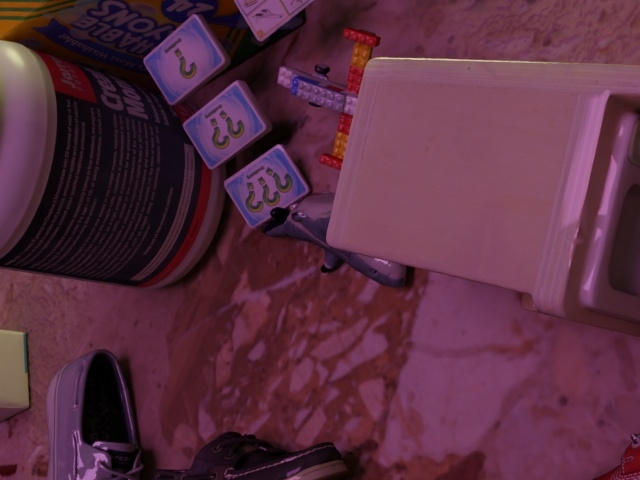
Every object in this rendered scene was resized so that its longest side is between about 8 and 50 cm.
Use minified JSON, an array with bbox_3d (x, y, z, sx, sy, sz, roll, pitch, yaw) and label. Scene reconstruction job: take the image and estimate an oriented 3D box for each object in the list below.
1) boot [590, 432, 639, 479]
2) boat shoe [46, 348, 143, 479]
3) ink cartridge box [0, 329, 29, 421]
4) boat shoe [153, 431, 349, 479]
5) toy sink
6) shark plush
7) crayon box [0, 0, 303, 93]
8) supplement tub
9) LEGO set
[{"bbox_3d":[0.203,0.096,0.523,0.244,0.088,0.176,-16,69,32],"label":"boot"},{"bbox_3d":[-0.208,0.207,0.886,0.081,0.079,0.227,-40,53,35],"label":"boat shoe"},{"bbox_3d":[-0.411,0.164,1.079,0.143,0.090,0.092,-27,63,38],"label":"ink cartridge box"},{"bbox_3d":[-0.072,0.191,0.761,0.223,0.080,0.073,-31,66,40],"label":"boat shoe"},{"bbox_3d":[0.145,-0.020,0.555,0.234,0.153,0.131,12,90,43],"label":"toy sink"},{"bbox_3d":[0.000,0.000,0.757,0.161,0.073,0.067,0,112,38],"label":"shark plush"},{"bbox_3d":[-0.201,-0.199,0.884,0.323,0.203,0.083,-22,67,39],"label":"crayon box"},{"bbox_3d":[-0.237,-0.064,0.839,0.191,0.272,0.191,-11,73,41],"label":"supplement tub"},{"bbox_3d":[-0.030,-0.129,0.760,0.244,0.060,0.182,-30,93,34],"label":"LEGO set"}]
